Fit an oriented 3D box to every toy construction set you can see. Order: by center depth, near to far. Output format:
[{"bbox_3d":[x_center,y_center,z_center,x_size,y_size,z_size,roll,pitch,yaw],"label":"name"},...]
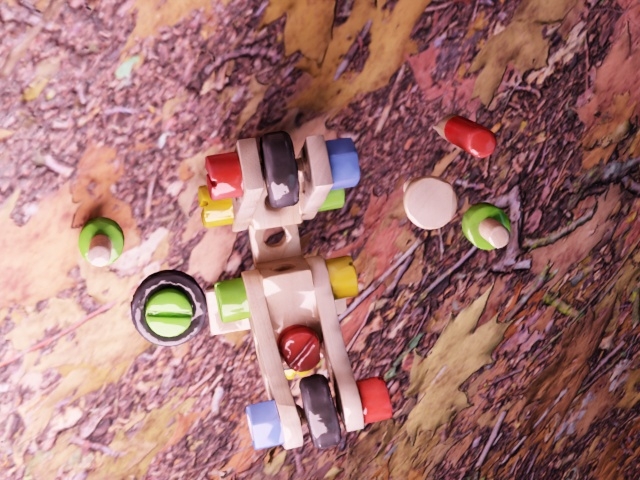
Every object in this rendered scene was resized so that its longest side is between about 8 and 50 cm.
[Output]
[{"bbox_3d":[0.000,0.000,1.291,0.308,0.257,0.237,-34,-167,1],"label":"toy construction set"}]
